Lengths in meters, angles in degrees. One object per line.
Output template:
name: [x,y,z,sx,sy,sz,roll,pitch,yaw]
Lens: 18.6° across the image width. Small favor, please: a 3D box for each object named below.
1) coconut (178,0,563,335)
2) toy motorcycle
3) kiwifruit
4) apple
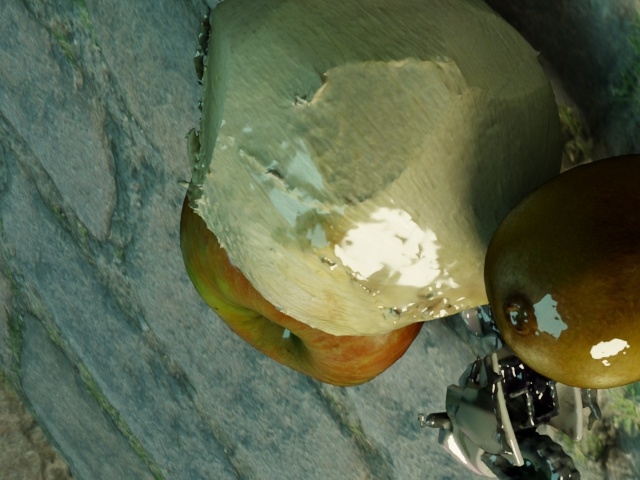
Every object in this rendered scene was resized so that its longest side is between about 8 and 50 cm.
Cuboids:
coconut: [0.054,-0.086,1.805,0.360,0.346,0.346,43,150,26]
toy motorcycle: [0.182,0.135,2.023,0.188,0.143,0.327,15,121,58]
kiwifruit: [0.249,0.028,1.669,0.196,0.234,0.196,31,134,38]
apple: [0.000,0.000,2.136,0.277,0.250,0.309,17,153,37]
